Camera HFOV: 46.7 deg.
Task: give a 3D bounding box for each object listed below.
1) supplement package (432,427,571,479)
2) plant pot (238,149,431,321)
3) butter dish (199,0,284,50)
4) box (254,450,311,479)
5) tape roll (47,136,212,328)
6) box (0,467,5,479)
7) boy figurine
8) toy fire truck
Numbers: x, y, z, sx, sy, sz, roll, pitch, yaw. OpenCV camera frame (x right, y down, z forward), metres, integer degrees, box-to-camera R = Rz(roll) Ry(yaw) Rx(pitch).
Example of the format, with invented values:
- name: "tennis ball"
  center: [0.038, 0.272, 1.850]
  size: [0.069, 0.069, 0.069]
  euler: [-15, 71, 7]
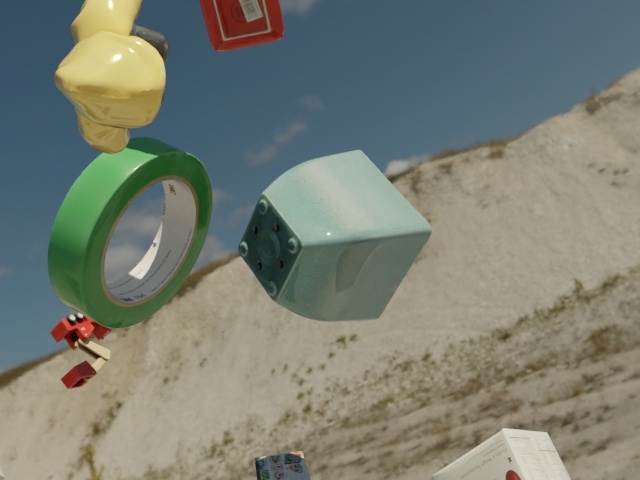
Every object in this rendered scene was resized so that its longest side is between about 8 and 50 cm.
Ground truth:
- name: "supplement package"
  center: [0.348, 0.482, 1.351]
  size: [0.149, 0.203, 0.194]
  euler: [15, -49, -39]
- name: "plant pot"
  center: [0.000, 0.000, 1.376]
  size: [0.252, 0.248, 0.247]
  euler: [-7, -43, -41]
- name: "butter dish"
  center: [-0.165, -0.497, 1.556]
  size: [0.160, 0.118, 0.160]
  euler: [-10, -57, 3]
- name: "box"
  center: [-0.080, 0.517, 1.596]
  size: [0.114, 0.036, 0.207]
  euler: [-6, 8, -7]
- name: "tape roll"
  center: [-0.309, -0.011, 1.250]
  size: [0.321, 0.077, 0.321]
  euler: [-48, -28, -37]
- name: "box"
  center: [-0.624, 0.319, 1.168]
  size: [0.119, 0.181, 0.182]
  euler: [-38, -35, -8]
- name: "boy figurine"
  center: [-0.192, -0.169, 0.710]
  size: [0.092, 0.177, 0.285]
  euler: [7, 12, -14]
- name: "toy fire truck"
  center: [-0.466, 0.209, 1.487]
  size: [0.047, 0.135, 0.192]
  euler: [-41, -7, 21]
